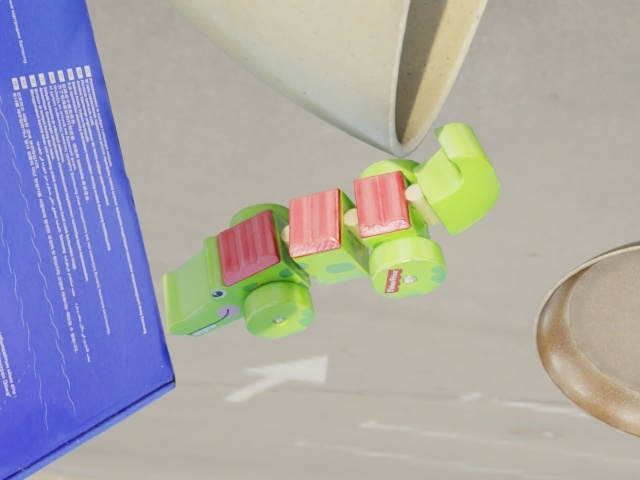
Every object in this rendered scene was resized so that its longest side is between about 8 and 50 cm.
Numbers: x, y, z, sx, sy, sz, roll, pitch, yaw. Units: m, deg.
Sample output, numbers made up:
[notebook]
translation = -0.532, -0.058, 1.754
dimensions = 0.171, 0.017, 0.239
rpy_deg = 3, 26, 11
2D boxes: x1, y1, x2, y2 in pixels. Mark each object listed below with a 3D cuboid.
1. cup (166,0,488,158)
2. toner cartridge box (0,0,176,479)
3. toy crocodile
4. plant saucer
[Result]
[cup]
translation = -0.006, -0.244, 0.673
dimensions = 0.237, 0.331, 0.331
rpy_deg = 20, 165, 11
[toner cartridge box]
translation = -0.174, -0.071, 0.477
dimensions = 0.075, 0.348, 0.165
rpy_deg = -6, -169, 30
[toy crocodile]
translation = 0.000, 0.000, 0.983
dimensions = 0.340, 0.115, 0.105
rpy_deg = -20, 145, 21
[plant saucer]
translation = 0.364, 0.097, 1.070
dimensions = 0.310, 0.050, 0.310
rpy_deg = 13, 138, 12
